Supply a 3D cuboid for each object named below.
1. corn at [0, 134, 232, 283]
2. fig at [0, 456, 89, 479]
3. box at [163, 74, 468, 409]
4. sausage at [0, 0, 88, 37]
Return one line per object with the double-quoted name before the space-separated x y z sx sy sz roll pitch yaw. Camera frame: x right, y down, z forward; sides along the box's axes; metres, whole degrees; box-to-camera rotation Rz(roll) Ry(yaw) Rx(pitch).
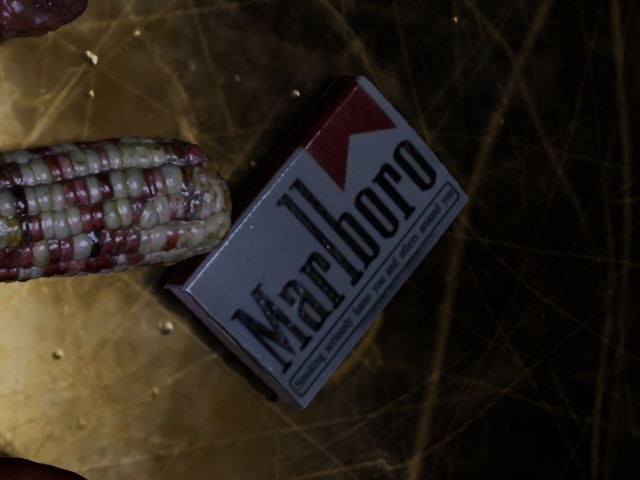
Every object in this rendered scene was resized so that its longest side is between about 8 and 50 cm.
"corn" -0.162 -0.011 0.828 0.237 0.079 0.079 -10 97 -26
"fig" -0.156 0.217 0.784 0.205 0.205 0.205 -1 92 -31
"box" 0.000 0.000 0.943 0.115 0.036 0.177 48 69 -23
"sausage" -0.145 -0.257 0.828 0.078 0.078 0.304 7 86 -31
